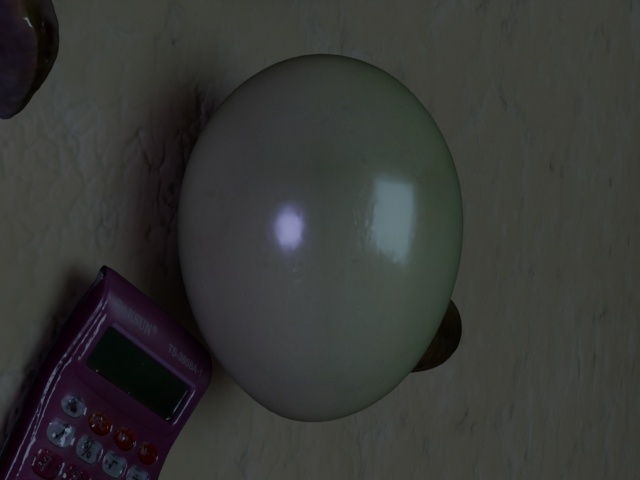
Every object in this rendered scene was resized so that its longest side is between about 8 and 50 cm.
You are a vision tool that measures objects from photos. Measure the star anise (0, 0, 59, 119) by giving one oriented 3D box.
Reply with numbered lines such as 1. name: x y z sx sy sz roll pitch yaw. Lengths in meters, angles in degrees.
1. star anise: -0.182 -0.161 0.454 0.236 0.093 0.229 -21 115 -54

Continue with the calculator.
1. calculator: -0.134 0.122 0.606 0.126 0.034 0.190 52 54 -50

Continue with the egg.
1. egg: 0.000 0.000 0.677 0.186 0.186 0.241 -23 114 -58

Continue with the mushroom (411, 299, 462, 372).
1. mushroom: 0.065 0.080 0.901 0.210 0.094 0.072 -3 91 -65
